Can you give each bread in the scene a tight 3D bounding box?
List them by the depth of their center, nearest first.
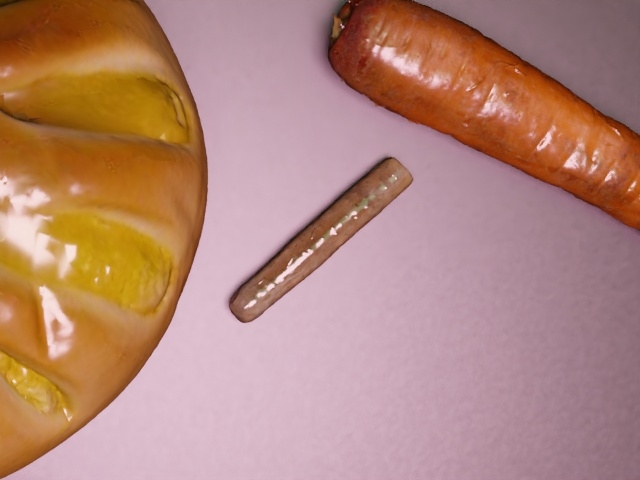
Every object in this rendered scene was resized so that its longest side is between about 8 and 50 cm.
[{"bbox_3d":[-0.212,-0.028,0.731,0.333,0.160,0.333,1,60,-2],"label":"bread"}]

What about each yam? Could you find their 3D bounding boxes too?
[{"bbox_3d":[0.000,0.000,0.883,0.116,0.021,0.021,-41,97,-7],"label":"yam"}]

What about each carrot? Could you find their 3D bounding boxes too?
[{"bbox_3d":[0.112,-0.054,0.884,0.248,0.059,0.059,29,87,-12],"label":"carrot"}]
